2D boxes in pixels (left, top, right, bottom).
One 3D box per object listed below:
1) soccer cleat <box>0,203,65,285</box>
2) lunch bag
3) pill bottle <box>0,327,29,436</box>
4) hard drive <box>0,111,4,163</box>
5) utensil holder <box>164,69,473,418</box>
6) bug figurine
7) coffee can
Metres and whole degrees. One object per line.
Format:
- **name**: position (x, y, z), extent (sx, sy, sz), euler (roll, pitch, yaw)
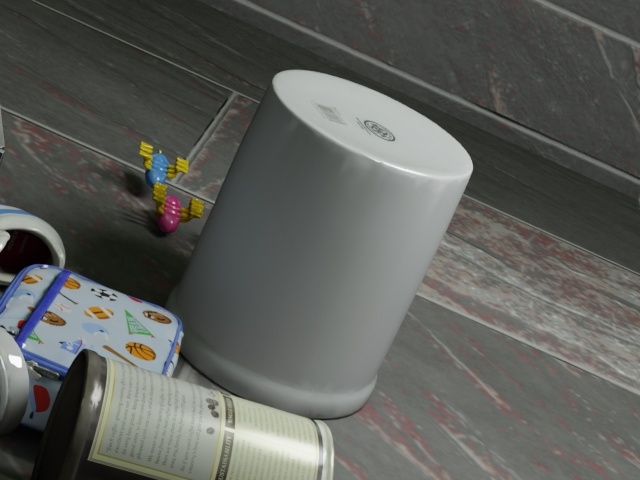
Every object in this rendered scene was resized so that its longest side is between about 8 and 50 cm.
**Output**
- **soccer cleat**: position (-0.486, -0.018, 1.837), extent (0.331, 0.116, 0.143), euler (16, 8, -26)
- **lunch bag**: position (-0.299, 0.136, 1.688), extent (0.243, 0.115, 0.303), euler (24, 15, -4)
- **pill bottle**: position (-0.455, 0.159, 1.397), extent (0.181, 0.181, 0.323), euler (38, 25, 30)
- **hard drive**: position (-0.665, -0.210, 2.179), extent (0.339, 0.064, 0.237), euler (16, 24, -22)
- **utensil holder**: position (0.000, 0.000, 1.971), extent (0.328, 0.385, 0.327), euler (22, 22, -9)
- **bug figurine**: position (-0.189, -0.054, 2.314), extent (0.279, 0.072, 0.216), euler (25, 27, -13)
- **coffee can**: position (-0.150, 0.249, 1.488), extent (0.275, 0.201, 0.201), euler (19, 23, -16)
